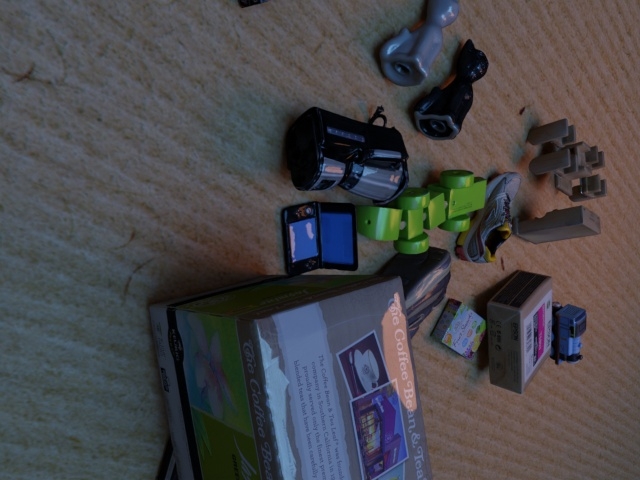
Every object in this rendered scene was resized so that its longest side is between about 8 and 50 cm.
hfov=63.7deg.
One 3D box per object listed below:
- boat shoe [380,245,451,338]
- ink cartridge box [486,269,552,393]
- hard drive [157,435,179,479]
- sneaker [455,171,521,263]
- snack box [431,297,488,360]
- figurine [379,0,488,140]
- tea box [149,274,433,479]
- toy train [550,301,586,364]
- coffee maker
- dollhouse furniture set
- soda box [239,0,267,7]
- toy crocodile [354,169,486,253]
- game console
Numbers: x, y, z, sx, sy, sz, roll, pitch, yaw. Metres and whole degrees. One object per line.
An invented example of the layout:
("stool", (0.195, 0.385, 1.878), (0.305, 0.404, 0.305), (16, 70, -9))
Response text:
("boat shoe", (0.129, 0.145, 0.969), (0.355, 0.132, 0.130), (-33, 119, -24))
("ink cartridge box", (0.490, 0.219, 1.260), (0.193, 0.088, 0.235), (-30, 119, -40))
("hard drive", (-0.120, 0.421, 0.902), (0.338, 0.064, 0.237), (13, 95, -37))
("sneaker", (0.391, -0.046, 1.133), (0.088, 0.092, 0.225), (31, 83, -38))
("snack box", (0.324, 0.207, 1.187), (0.141, 0.037, 0.100), (35, 80, -38))
("figurine", (0.224, -0.333, 0.946), (0.215, 0.092, 0.210), (47, 66, -34))
("tea box", (-0.049, 0.225, 0.687), (0.219, 0.323, 0.329), (-12, 93, -37))
("toy train", (0.664, 0.257, 1.409), (0.080, 0.105, 0.184), (-22, 114, -30))
("coffee maker", (0.037, -0.148, 0.836), (0.178, 0.171, 0.120), (8, 135, -34))
("dollhouse furniture set", (0.562, -0.129, 1.238), (0.212, 0.161, 0.242), (18, 69, -38))
("soda box", (-0.041, -0.388, 0.742), (0.168, 0.060, 0.053), (-32, 120, -27))
("toy crocodile", (0.206, -0.065, 0.996), (0.340, 0.105, 0.115), (-22, 118, -35))
("game console", (0.000, 0.000, 0.871), (0.107, 0.071, 0.122), (-15, 110, -33))
